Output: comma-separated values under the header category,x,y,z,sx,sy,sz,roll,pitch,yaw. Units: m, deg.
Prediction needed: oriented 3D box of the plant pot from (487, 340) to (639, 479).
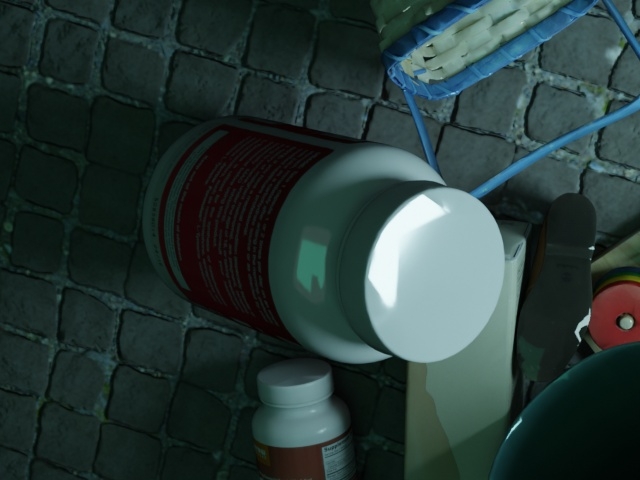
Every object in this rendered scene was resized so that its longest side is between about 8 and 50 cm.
category,x,y,z,sx,sy,sz,roll,pitch,yaw
plant pot,0.360,0.290,1.799,0.293,0.293,0.235,-32,123,22

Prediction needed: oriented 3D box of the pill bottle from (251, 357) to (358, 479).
category,x,y,z,sx,sy,sz,roll,pitch,yaw
pill bottle,-0.019,0.258,2.046,0.121,0.121,0.216,-3,107,15

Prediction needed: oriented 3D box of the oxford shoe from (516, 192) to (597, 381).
category,x,y,z,sx,sy,sz,roll,pitch,yaw
oxford shoe,0.263,0.057,1.893,0.076,0.076,0.212,15,79,-2

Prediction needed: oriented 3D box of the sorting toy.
category,x,y,z,sx,sy,sz,roll,pitch,yaw
sorting toy,0.430,0.097,1.894,0.255,0.089,0.257,-36,97,22

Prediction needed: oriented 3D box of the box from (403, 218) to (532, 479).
category,x,y,z,sx,sy,sz,roll,pitch,yaw
box,0.169,0.139,1.946,0.121,0.148,0.311,5,108,14

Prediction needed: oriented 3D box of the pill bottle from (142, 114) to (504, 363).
category,x,y,z,sx,sy,sz,roll,pitch,yaw
pill bottle,0.000,0.000,1.790,0.407,0.229,0.229,17,120,55

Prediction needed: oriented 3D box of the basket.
category,x,y,z,sx,sy,sz,roll,pitch,yaw
basket,0.188,-0.216,1.773,0.254,0.201,0.289,-28,69,21
